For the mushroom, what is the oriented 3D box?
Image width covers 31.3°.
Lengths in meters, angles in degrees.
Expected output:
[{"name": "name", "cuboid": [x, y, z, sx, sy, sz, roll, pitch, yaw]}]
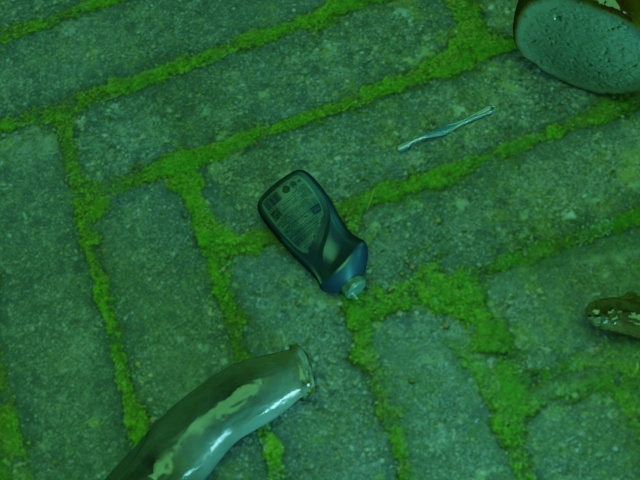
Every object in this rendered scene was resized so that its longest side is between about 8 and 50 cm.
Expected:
[{"name": "mushroom", "cuboid": [-0.155, 0.254, 1.501, 0.351, 0.097, 0.109, -39, 67, -12]}]

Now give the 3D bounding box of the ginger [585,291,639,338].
[{"name": "ginger", "cuboid": [0.505, 0.137, 1.459, 0.333, 0.081, 0.148, 19, 70, 21]}]

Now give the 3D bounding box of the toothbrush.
[{"name": "toothbrush", "cuboid": [0.185, -0.165, 1.672, 0.162, 0.017, 0.014, -24, 71, -2]}]

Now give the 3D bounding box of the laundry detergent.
[{"name": "laundry detergent", "cuboid": [0.000, 0.000, 1.605, 0.096, 0.061, 0.206, -33, 66, -9]}]

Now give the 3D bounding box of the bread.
[{"name": "bread", "cuboid": [0.377, -0.293, 1.585, 0.236, 0.236, 0.070, 23, 71, 17]}]
